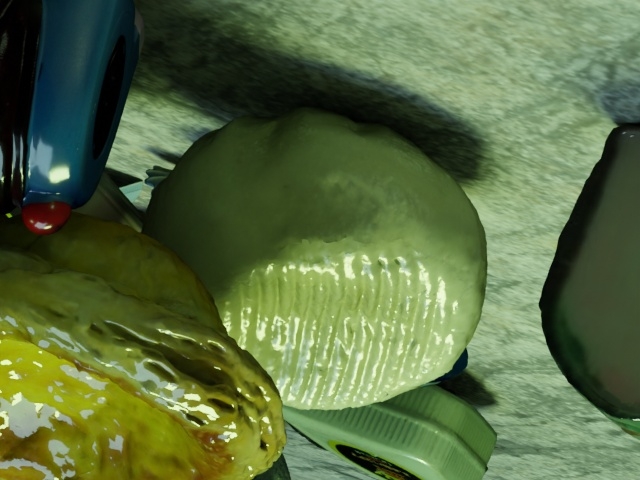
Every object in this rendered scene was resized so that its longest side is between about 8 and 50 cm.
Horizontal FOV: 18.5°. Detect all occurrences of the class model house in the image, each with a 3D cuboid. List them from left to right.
[{"bbox_3d":[0.298,0.064,1.242,0.237,0.202,0.237,4,159,39],"label":"model house"}]

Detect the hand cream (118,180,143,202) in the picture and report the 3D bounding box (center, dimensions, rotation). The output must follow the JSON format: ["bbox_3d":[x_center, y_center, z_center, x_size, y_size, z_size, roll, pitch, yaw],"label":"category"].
[{"bbox_3d":[-0.229,-0.010,1.802,0.091,0.058,0.271,-14,173,-18],"label":"hand cream"}]

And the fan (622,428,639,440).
[{"bbox_3d":[0.380,0.217,2.043,0.152,0.008,0.227,13,163,12],"label":"fan"}]

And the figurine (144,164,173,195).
[{"bbox_3d":[-0.031,0.027,1.598,0.164,0.121,0.262,1,154,47],"label":"figurine"}]

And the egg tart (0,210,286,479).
[{"bbox_3d":[-0.164,0.075,1.312,0.318,0.128,0.319,12,150,7],"label":"egg tart"}]

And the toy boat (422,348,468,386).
[{"bbox_3d":[-0.004,0.085,1.853,0.291,0.070,0.210,12,169,11],"label":"toy boat"}]

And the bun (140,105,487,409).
[{"bbox_3d":[0.000,0.000,1.408,0.259,0.160,0.259,0,144,0],"label":"bun"}]

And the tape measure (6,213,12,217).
[{"bbox_3d":[-0.327,-0.062,1.640,0.186,0.112,0.199,21,160,-39],"label":"tape measure"}]

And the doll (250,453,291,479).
[{"bbox_3d":[-0.176,0.243,2.492,0.340,0.158,0.246,36,-176,5],"label":"doll"}]

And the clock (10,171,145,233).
[{"bbox_3d":[-0.212,-0.058,1.434,0.192,0.071,0.147,47,176,24],"label":"clock"}]

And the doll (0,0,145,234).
[{"bbox_3d":[-0.279,-0.114,1.200,0.309,0.240,0.284,11,150,1],"label":"doll"}]

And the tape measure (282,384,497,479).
[{"bbox_3d":[0.069,0.190,2.103,0.235,0.115,0.207,17,166,31],"label":"tape measure"}]
